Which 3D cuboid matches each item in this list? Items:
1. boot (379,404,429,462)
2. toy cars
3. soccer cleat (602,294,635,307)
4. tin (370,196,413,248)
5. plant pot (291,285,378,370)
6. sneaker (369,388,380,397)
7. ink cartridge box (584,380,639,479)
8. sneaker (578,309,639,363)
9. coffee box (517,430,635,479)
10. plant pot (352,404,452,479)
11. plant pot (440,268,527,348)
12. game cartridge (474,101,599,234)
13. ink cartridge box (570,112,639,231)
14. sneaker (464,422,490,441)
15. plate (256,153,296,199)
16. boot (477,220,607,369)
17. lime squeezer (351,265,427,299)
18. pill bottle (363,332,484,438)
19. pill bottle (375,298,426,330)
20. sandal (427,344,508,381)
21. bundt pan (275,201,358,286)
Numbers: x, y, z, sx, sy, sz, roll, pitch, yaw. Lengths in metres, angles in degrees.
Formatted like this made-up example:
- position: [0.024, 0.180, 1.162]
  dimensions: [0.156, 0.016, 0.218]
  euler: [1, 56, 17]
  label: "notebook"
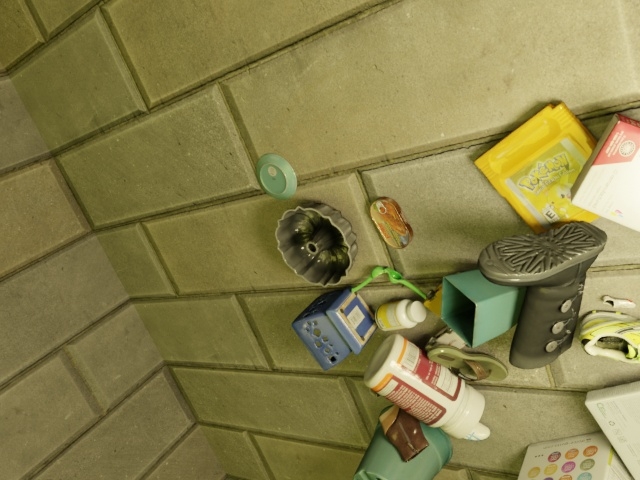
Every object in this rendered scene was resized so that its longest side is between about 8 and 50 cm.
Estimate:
- position: [0.363, 0.702, 2.068]
  dimensions: [0.248, 0.090, 0.207]
  euler: [-45, 49, 8]
  label: "boot"
- position: [0.449, 0.253, 1.836]
  dimensions: [0.177, 0.087, 0.393]
  euler: [5, 125, 21]
  label: "toy cars"
- position: [0.850, 0.180, 1.526]
  dimensions: [0.083, 0.036, 0.029]
  euler: [16, 125, 28]
  label: "soccer cleat"
- position: [0.242, -0.060, 1.821]
  dimensions: [0.106, 0.040, 0.189]
  euler: [-22, 102, 38]
  label: "tin"
- position: [0.072, 0.325, 2.057]
  dimensions: [0.212, 0.236, 0.236]
  euler: [-30, 97, 38]
  label: "plant pot"
- position: [0.284, 0.544, 2.084]
  dimensions: [0.226, 0.163, 0.086]
  euler: [-7, 111, 37]
  label: "sneaker"
- position: [0.993, 0.542, 1.519]
  dimensions: [0.330, 0.071, 0.324]
  euler: [-30, 95, 40]
  label: "ink cartridge box"
- position: [0.918, 0.289, 1.470]
  dimensions: [0.385, 0.147, 0.145]
  euler: [-5, 112, 37]
  label: "sneaker"
- position: [0.878, 0.882, 1.739]
  dimensions: [0.338, 0.334, 0.338]
  euler: [51, 134, -2]
  label: "coffee box"
- position: [0.317, 0.911, 2.171]
  dimensions: [0.341, 0.334, 0.341]
  euler: [17, 126, 26]
  label: "plant pot"
- position: [0.514, 0.184, 1.627]
  dimensions: [0.165, 0.234, 0.165]
  euler: [-131, 30, -55]
  label: "plant pot"
- position: [0.628, -0.175, 1.455]
  dimensions: [0.323, 0.053, 0.285]
  euler: [48, 134, -1]
  label: "game cartridge"
- position: [0.790, -0.135, 1.264]
  dimensions: [0.306, 0.131, 0.226]
  euler: [26, 117, 15]
  label: "ink cartridge box"
- position: [0.530, 0.689, 2.047]
  dimensions: [0.237, 0.085, 0.086]
  euler: [19, 131, 25]
  label: "sneaker"
- position: [-0.172, -0.236, 2.022]
  dimensions: [0.188, 0.024, 0.188]
  euler: [19, 127, 27]
  label: "plate"
- position: [0.584, 0.187, 1.502]
  dimensions: [0.146, 0.367, 0.445]
  euler: [-115, 18, -47]
  label: "boot"
- position: [0.241, 0.150, 1.922]
  dimensions: [0.311, 0.059, 0.109]
  euler: [3, 89, 33]
  label: "lime squeezer"
- position: [0.375, 0.528, 1.934]
  dimensions: [0.392, 0.224, 0.224]
  euler: [34, 133, -2]
  label: "pill bottle"
- position: [0.290, 0.268, 1.927]
  dimensions: [0.184, 0.103, 0.103]
  euler: [-23, 102, 52]
  label: "pill bottle"
- position: [0.504, 0.443, 1.849]
  dimensions: [0.303, 0.086, 0.120]
  euler: [17, 135, -13]
  label: "sandal"
- position: [0.000, 0.000, 1.975]
  dimensions: [0.331, 0.124, 0.330]
  euler: [19, 127, 27]
  label: "bundt pan"
